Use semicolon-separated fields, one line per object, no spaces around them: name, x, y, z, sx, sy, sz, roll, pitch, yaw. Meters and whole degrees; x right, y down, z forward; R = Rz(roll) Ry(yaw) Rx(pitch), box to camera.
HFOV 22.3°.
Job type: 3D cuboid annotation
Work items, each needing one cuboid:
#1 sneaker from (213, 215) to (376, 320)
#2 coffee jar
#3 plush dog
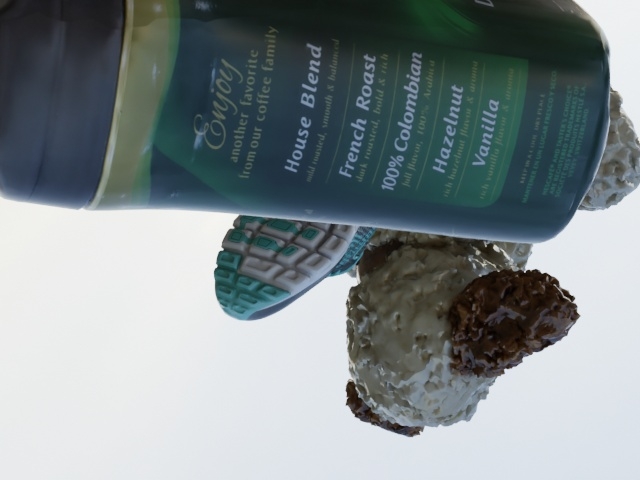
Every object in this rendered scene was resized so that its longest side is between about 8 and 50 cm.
sneaker;0.000;0.000;0.919;0.166;0.065;0.076;-46;151;-36
coffee jar;-0.015;-0.049;0.476;0.096;0.184;0.079;-129;-133;-59
plush dog;0.078;0.016;1.097;0.262;0.211;0.225;132;-33;-58
